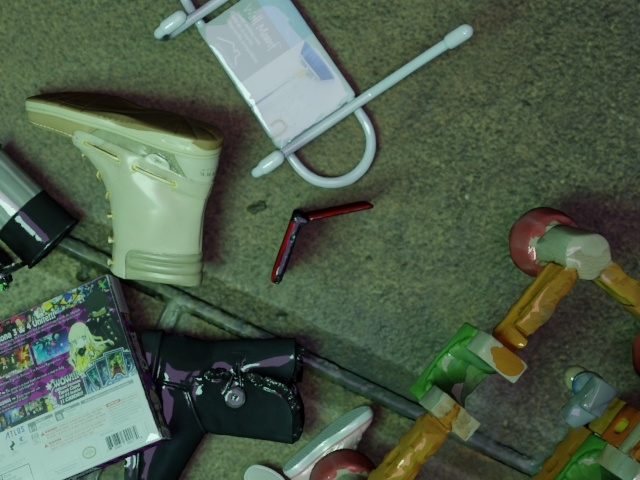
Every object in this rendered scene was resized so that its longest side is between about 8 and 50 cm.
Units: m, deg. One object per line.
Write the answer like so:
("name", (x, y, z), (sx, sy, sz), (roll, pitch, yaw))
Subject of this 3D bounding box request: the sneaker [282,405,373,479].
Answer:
("sneaker", (0.025, 0.266, 1.576), (0.134, 0.051, 0.070), (-40, 99, 1))

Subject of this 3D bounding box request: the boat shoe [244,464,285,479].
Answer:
("boat shoe", (-0.046, 0.325, 1.583), (0.125, 0.038, 0.046), (37, 73, -5))

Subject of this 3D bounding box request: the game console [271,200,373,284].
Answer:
("game console", (0.000, 0.000, 1.510), (0.085, 0.144, 0.124), (19, 93, -2))

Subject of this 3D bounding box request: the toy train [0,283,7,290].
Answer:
("toy train", (-0.419, 0.034, 1.565), (0.083, 0.017, 0.023), (30, 82, -3))

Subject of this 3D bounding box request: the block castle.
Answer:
("block castle", (0.235, 0.217, 1.480), (0.303, 0.213, 0.453), (40, 88, -11))

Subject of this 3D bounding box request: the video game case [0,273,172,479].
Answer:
("video game case", (-0.315, 0.180, 1.514), (0.232, 0.042, 0.210), (-24, 75, 10))

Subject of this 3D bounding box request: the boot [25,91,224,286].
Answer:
("boot", (-0.244, -0.063, 1.521), (0.262, 0.095, 0.203), (16, 113, 18))

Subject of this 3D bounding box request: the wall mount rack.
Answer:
("wall mount rack", (-0.011, -0.242, 1.503), (0.304, 0.130, 0.350), (-35, 95, 1))

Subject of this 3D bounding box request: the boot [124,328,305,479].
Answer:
("boot", (-0.125, 0.231, 1.545), (0.207, 0.094, 0.246), (7, 87, 2))

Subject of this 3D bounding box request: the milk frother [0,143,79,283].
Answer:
("milk frother", (-0.382, -0.022, 1.500), (0.135, 0.143, 0.129), (44, 96, -4))
